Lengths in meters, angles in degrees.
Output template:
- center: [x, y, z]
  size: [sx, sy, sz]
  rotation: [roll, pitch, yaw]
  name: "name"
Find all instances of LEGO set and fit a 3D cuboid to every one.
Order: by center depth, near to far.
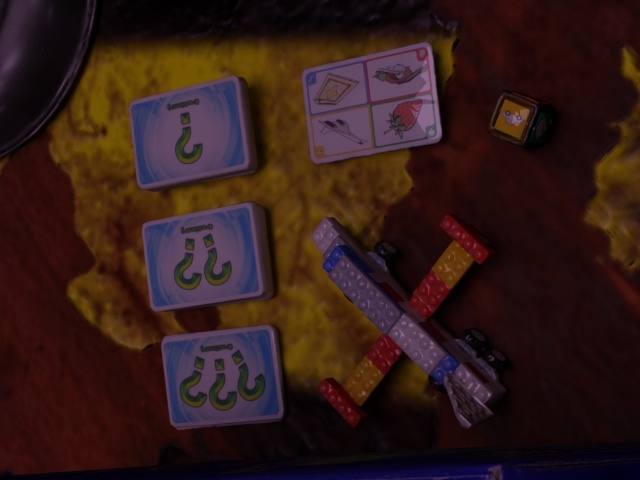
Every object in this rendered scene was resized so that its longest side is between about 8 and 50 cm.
- center: [0.000, 0.000, 0.660]
  size: [0.244, 0.060, 0.182]
  rotation: [-8, 87, 32]
  name: "LEGO set"

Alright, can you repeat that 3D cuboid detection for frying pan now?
- center: [-0.257, -0.098, 0.841]
  size: [0.326, 0.053, 0.197]
  rotation: [-49, 63, 18]
  name: "frying pan"

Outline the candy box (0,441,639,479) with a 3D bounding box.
- center: [-0.008, 0.145, 0.531]
  size: [0.317, 0.268, 0.122]
  rotation: [-8, 79, 34]
  name: "candy box"
